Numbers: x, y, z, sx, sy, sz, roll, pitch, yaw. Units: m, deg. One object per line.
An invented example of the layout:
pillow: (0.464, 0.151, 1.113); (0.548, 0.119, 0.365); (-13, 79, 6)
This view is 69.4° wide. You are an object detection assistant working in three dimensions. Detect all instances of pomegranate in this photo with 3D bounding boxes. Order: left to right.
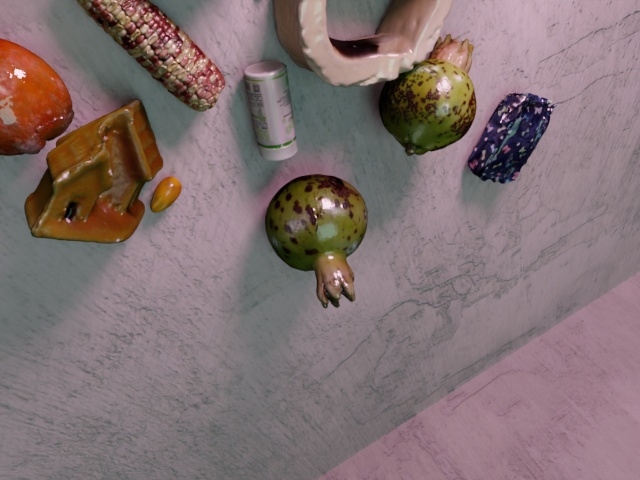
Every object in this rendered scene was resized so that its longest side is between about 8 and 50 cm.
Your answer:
pomegranate: (-0.014, 0.001, 1.066); (0.242, 0.242, 0.306); (15, 74, -36)
pomegranate: (0.261, -0.320, 1.037); (0.276, 0.221, 0.204); (-40, 118, -23)

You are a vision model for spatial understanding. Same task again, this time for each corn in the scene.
corn: (-0.285, -0.338, 0.787); (0.098, 0.098, 0.289); (-45, 129, 7)

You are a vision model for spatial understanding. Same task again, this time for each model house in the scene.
model house: (-0.371, -0.128, 0.815); (0.173, 0.268, 0.239); (28, 106, -20)

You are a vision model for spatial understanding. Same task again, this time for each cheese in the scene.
cheese: (0.087, -0.454, 0.873); (0.331, 0.153, 0.293); (-12, 128, -20)

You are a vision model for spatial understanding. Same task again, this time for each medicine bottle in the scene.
medicine bottle: (-0.100, -0.264, 0.951); (0.086, 0.086, 0.184); (-20, 131, -16)

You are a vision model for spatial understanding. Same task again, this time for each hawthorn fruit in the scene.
hawthorn fruit: (-0.484, -0.218, 0.713); (0.172, 0.173, 0.173); (-15, 129, -19)

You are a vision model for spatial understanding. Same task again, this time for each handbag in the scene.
handbag: (0.523, -0.279, 1.278); (0.161, 0.113, 0.260); (7, 120, -28)

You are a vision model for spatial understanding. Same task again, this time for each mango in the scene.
mango: (-0.327, -0.094, 0.968); (0.046, 0.060, 0.089); (43, 101, -2)
